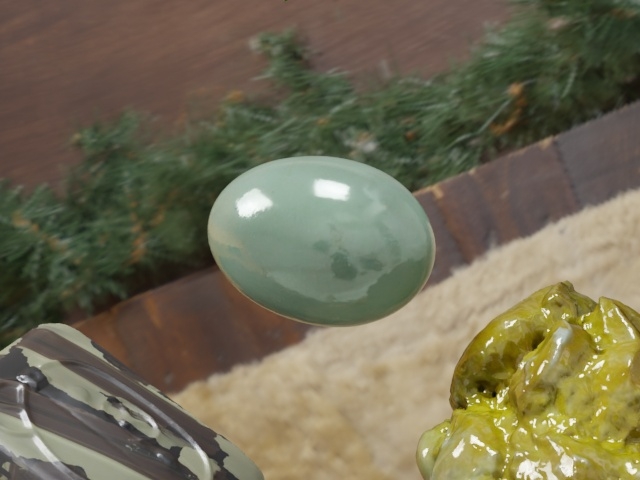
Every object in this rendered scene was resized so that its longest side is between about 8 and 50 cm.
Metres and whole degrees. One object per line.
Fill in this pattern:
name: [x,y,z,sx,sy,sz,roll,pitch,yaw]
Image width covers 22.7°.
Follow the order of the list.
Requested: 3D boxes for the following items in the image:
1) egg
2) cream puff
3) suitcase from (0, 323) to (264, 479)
egg: [0.000,0.000,1.578,0.230,0.168,0.168,9,102,13]
cream puff: [0.260,0.185,1.511,0.291,0.324,0.257,19,94,-5]
suitcase: [-0.268,0.279,1.663,0.351,0.339,0.194,35,120,9]
